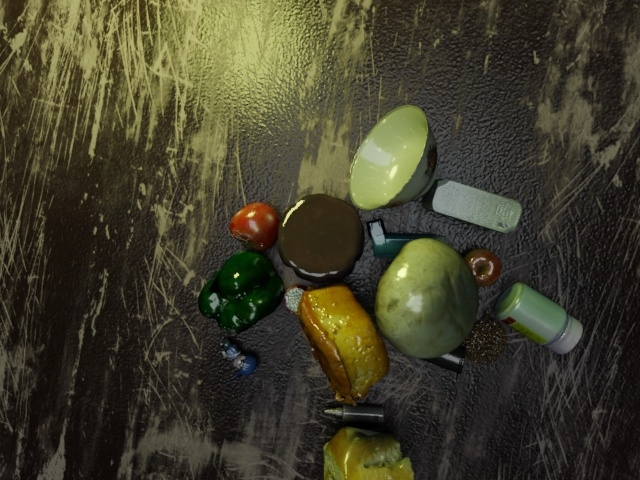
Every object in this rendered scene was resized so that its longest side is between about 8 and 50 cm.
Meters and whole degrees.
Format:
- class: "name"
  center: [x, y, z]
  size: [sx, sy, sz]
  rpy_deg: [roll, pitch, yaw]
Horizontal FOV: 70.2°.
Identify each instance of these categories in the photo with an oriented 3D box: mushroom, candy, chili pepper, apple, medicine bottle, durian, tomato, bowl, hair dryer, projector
- class: "mushroom"
  center: [0.301, 0.168, 1.332]
  size: [0.260, 0.352, 0.352]
  rpy_deg: [1, 96, 50]
- class: "candy"
  center: [-0.077, 0.199, 1.534]
  size: [0.103, 0.043, 0.103]
  rpy_deg: [0, 95, 5]
- class: "chili pepper"
  center: [-0.246, 0.169, 1.444]
  size: [0.233, 0.256, 0.248]
  rpy_deg: [39, 105, -2]
- class: "apple"
  center: [0.505, 0.084, 1.437]
  size: [0.126, 0.102, 0.126]
  rpy_deg: [1, 98, 11]
- class: "medicine bottle"
  center: [0.673, 0.240, 1.413]
  size: [0.225, 0.139, 0.139]
  rpy_deg: [32, 97, 2]
- class: "medicine bottle"
  center: [0.112, 0.582, 1.538]
  size: [0.199, 0.057, 0.057]
  rpy_deg: [1, 95, 6]
- class: "durian"
  center: [0.532, 0.320, 1.458]
  size: [0.148, 0.091, 0.188]
  rpy_deg: [5, 93, 7]
- class: "tomato"
  center: [-0.211, -0.050, 1.480]
  size: [0.167, 0.167, 0.167]
  rpy_deg: [0, 95, 6]
- class: "bowl"
  center: [0.248, -0.220, 1.373]
  size: [0.157, 0.337, 0.337]
  rpy_deg: [23, 97, -28]
- class: "medicine bottle"
  center: [0.274, -0.002, 1.464]
  size: [0.258, 0.079, 0.124]
  rpy_deg: [4, 97, 5]
- class: "hair dryer"
  center: [0.391, 0.277, 1.475]
  size: [0.197, 0.089, 0.251]
  rpy_deg: [17, 82, 16]
- class: "projector"
  center: [0.449, -0.108, 1.378]
  size: [0.250, 0.198, 0.108]
  rpy_deg: [17, 96, 3]

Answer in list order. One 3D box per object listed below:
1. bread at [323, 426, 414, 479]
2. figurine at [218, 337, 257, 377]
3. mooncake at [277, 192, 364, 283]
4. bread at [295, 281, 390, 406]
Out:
- class: "bread"
  center: [0.129, 0.725, 1.440]
  size: [0.239, 0.395, 0.264]
  rpy_deg: [2, 70, -12]
- class: "figurine"
  center: [-0.284, 0.401, 1.562]
  size: [0.087, 0.086, 0.149]
  rpy_deg: [-36, 76, -32]
- class: "mooncake"
  center: [0.000, 0.000, 1.435]
  size: [0.283, 0.141, 0.283]
  rpy_deg: [0, 74, 1]
- class: "bread"
  center: [0.065, 0.299, 1.375]
  size: [0.204, 0.358, 0.337]
  rpy_deg: [-27, 136, -5]
